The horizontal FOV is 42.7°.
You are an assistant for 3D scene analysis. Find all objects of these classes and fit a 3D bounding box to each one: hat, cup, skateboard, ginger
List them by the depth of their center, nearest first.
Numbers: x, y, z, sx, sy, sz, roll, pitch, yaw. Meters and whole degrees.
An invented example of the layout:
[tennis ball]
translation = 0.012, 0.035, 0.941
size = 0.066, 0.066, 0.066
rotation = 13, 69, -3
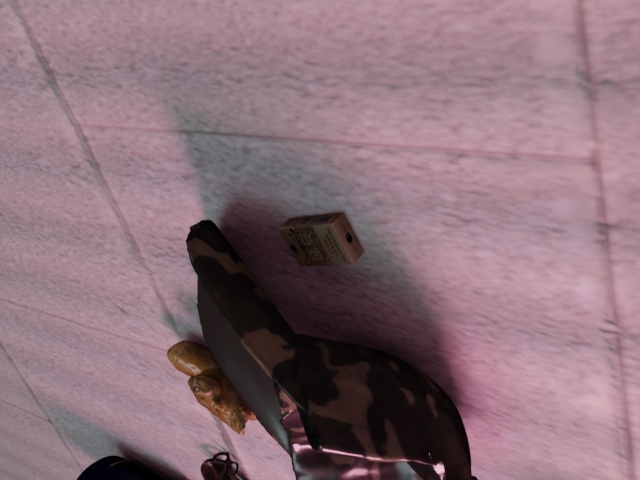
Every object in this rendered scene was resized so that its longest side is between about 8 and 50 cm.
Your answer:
[hat]
translation = 0.006, 0.138, 0.931
size = 0.366, 0.258, 0.381
rotation = 108, 147, -67
[ginger]
translation = -0.147, 0.194, 1.129
size = 0.214, 0.133, 0.058
rotation = 29, 100, 29
[skateboard]
translation = -0.141, 0.419, 1.386
size = 0.151, 0.067, 0.080
rotation = 38, 134, 14
[cup]
translation = -0.352, 0.576, 1.634
size = 0.256, 0.178, 0.254
rotation = 15, 134, 36

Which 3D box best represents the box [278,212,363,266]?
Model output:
[box]
translation = 0.000, 0.000, 0.870
size = 0.083, 0.024, 0.053
rotation = -7, 120, 44
